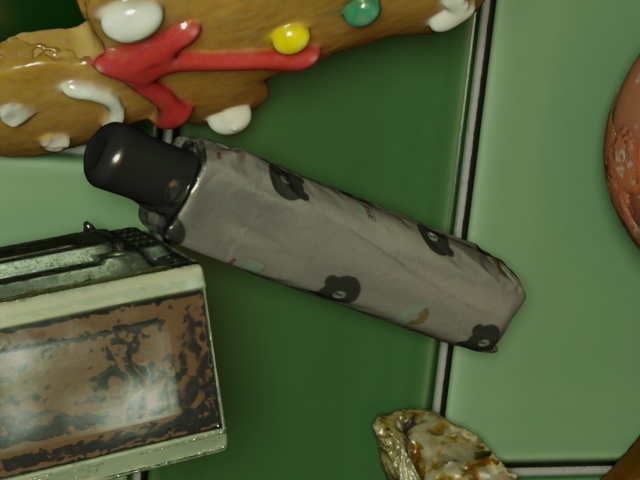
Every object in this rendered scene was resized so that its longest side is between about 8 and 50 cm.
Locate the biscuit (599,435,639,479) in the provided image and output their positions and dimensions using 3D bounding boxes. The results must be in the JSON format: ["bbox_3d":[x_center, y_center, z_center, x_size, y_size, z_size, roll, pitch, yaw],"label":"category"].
[{"bbox_3d":[0.325,0.313,1.050,0.359,0.046,0.359,-4,102,-20],"label":"biscuit"}]

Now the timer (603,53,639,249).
[{"bbox_3d":[0.318,-0.066,0.890,0.230,0.215,0.229,-1,94,-20],"label":"timer"}]

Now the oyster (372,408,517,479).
[{"bbox_3d":[0.092,0.194,0.930,0.177,0.056,0.105,46,70,-23],"label":"oyster"}]

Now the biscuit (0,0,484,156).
[{"bbox_3d":[-0.057,-0.112,0.733,0.340,0.216,0.047,-19,71,3],"label":"biscuit"}]

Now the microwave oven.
[{"bbox_3d":[-0.177,0.068,0.740,0.205,0.163,0.129,-11,104,-20],"label":"microwave oven"}]

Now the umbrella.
[{"bbox_3d":[0.000,0.000,0.823,0.337,0.067,0.073,21,89,-34],"label":"umbrella"}]
